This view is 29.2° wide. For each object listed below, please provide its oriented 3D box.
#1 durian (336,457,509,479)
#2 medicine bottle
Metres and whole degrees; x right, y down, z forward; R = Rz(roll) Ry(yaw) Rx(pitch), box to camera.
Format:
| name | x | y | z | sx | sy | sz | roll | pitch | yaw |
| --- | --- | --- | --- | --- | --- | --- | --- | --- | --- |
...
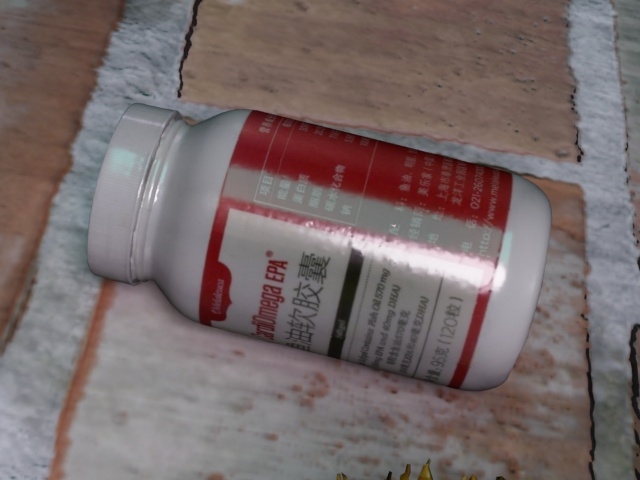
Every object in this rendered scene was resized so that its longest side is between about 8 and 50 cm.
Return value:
| name | x | y | z | sx | sy | sz | roll | pitch | yaw |
| --- | --- | --- | --- | --- | --- | --- | --- | --- | --- |
| durian | 0.087 | 0.251 | 0.425 | 0.384 | 0.347 | 0.347 | 1 | 43 | 33 |
| medicine bottle | 0.000 | 0.000 | 0.718 | 0.250 | 0.131 | 0.131 | 14 | 50 | 2 |
